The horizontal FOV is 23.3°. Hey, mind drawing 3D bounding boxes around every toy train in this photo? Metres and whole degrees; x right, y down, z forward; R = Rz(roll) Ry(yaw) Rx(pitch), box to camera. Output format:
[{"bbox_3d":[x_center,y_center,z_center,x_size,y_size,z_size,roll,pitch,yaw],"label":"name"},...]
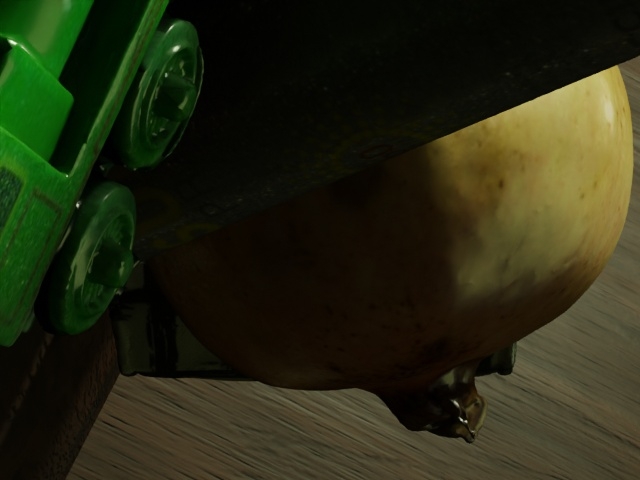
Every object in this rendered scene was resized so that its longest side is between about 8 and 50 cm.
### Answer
[{"bbox_3d":[-0.057,-0.087,0.391,0.119,0.085,0.251,51,61,-75],"label":"toy train"}]

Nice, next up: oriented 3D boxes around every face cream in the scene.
[{"bbox_3d":[-0.012,-0.051,0.481,0.283,0.073,0.073,-21,-154,29],"label":"face cream"}]

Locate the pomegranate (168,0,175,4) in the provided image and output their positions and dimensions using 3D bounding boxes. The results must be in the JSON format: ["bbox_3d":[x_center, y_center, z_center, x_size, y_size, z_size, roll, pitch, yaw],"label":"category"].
[{"bbox_3d":[-0.011,-0.154,0.715,0.220,0.156,0.156,-14,140,-50],"label":"pomegranate"}]

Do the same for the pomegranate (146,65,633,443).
[{"bbox_3d":[0.038,-0.029,0.978,0.338,0.338,0.338,-63,-178,4],"label":"pomegranate"}]

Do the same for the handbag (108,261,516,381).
[{"bbox_3d":[0.000,0.000,1.344,0.327,0.325,0.163,-81,170,-67],"label":"handbag"}]
